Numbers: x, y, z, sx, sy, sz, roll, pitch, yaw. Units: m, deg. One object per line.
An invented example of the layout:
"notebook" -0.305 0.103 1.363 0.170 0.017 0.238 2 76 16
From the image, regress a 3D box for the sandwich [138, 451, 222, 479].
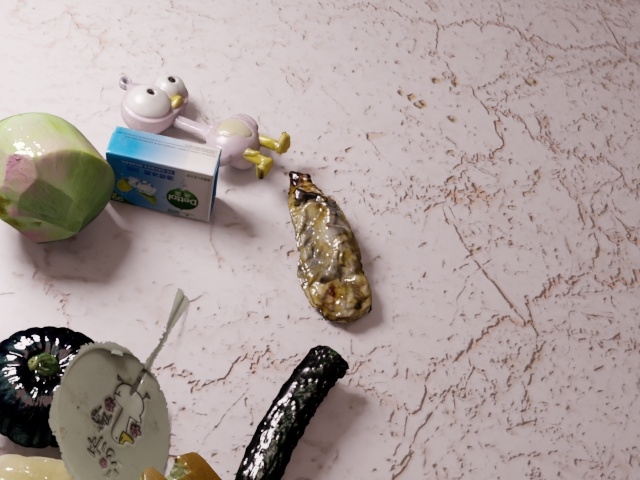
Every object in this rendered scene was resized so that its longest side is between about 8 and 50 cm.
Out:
"sandwich" -0.219 0.381 1.074 0.128 0.122 0.235 46 13 17

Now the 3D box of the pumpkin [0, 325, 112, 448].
"pumpkin" -0.404 0.215 1.214 0.194 0.150 0.194 34 25 -18

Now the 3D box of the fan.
"fan" -0.278 0.215 1.252 0.012 0.233 0.415 -19 26 26

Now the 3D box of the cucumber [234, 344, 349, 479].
"cucumber" -0.057 0.293 1.276 0.081 0.072 0.303 30 54 9

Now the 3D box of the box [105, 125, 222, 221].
"box" -0.285 -0.120 1.482 0.194 0.139 0.073 12 53 -4

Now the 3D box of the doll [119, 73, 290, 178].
"doll" -0.244 -0.230 1.603 0.365 0.094 0.160 29 50 8

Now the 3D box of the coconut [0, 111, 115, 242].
"coconut" -0.461 -0.098 1.384 0.204 0.236 0.236 -12 56 -45

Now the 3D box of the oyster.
"oyster" 0.003 0.000 1.511 0.128 0.078 0.345 -13 61 -11

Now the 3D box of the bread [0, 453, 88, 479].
"bread" -0.380 0.357 1.057 0.139 0.060 0.178 11 25 -6
